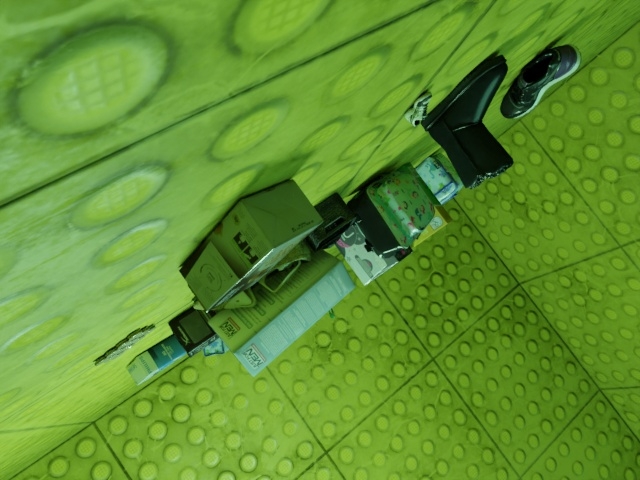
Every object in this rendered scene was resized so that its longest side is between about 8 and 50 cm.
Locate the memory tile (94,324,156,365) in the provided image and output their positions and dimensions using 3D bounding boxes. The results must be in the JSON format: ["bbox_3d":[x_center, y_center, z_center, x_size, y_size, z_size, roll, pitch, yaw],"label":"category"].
[{"bbox_3d":[-0.487,0.261,1.301,0.148,0.012,0.113,-37,174,8],"label":"memory tile"}]

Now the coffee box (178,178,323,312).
[{"bbox_3d":[-0.129,0.012,0.926,0.246,0.098,0.141,-41,173,40],"label":"coffee box"}]

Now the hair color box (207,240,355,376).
[{"bbox_3d":[-0.108,0.178,1.450,0.375,0.113,0.185,-39,-145,-15],"label":"hair color box"}]

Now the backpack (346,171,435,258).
[{"bbox_3d":[0.225,-0.093,1.564,0.191,0.225,0.253,-34,-179,34],"label":"backpack"}]

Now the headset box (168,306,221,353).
[{"bbox_3d":[-0.307,0.227,1.599,0.293,0.110,0.218,-34,174,-19],"label":"headset box"}]

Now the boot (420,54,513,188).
[{"bbox_3d":[0.359,-0.248,1.134,0.094,0.207,0.246,-30,172,-43],"label":"boot"}]

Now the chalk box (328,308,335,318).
[{"bbox_3d":[-0.014,0.195,2.173,0.179,0.288,0.180,-34,175,-14],"label":"chalk box"}]

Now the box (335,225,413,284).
[{"bbox_3d":[0.152,-0.005,1.715,0.163,0.247,0.142,-40,172,32],"label":"box"}]

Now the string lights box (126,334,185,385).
[{"bbox_3d":[-0.521,0.383,1.789,0.260,0.076,0.133,-30,174,-42],"label":"string lights box"}]

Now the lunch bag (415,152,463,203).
[{"bbox_3d":[0.424,-0.212,1.989,0.090,0.176,0.219,-31,173,-46],"label":"lunch bag"}]

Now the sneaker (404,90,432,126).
[{"bbox_3d":[0.195,-0.251,0.994,0.032,0.036,0.083,-31,172,-25],"label":"sneaker"}]

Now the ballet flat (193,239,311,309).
[{"bbox_3d":[-0.175,0.110,1.394,0.349,0.123,0.123,-35,174,-5],"label":"ballet flat"}]

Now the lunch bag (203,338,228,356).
[{"bbox_3d":[-0.391,0.348,1.954,0.097,0.151,0.129,-10,176,0],"label":"lunch bag"}]

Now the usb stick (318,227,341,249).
[{"bbox_3d":[0.000,0.000,1.617,0.077,0.045,0.278,-48,-172,-13],"label":"usb stick"}]

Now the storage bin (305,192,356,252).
[{"bbox_3d":[0.014,-0.045,1.392,0.122,0.084,0.180,-35,174,-9],"label":"storage bin"}]

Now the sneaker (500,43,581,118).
[{"bbox_3d":[0.600,-0.459,1.510,0.124,0.107,0.283,-15,161,-30],"label":"sneaker"}]

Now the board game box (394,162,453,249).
[{"bbox_3d":[0.247,-0.072,1.764,0.317,0.242,0.064,-40,172,32],"label":"board game box"}]
